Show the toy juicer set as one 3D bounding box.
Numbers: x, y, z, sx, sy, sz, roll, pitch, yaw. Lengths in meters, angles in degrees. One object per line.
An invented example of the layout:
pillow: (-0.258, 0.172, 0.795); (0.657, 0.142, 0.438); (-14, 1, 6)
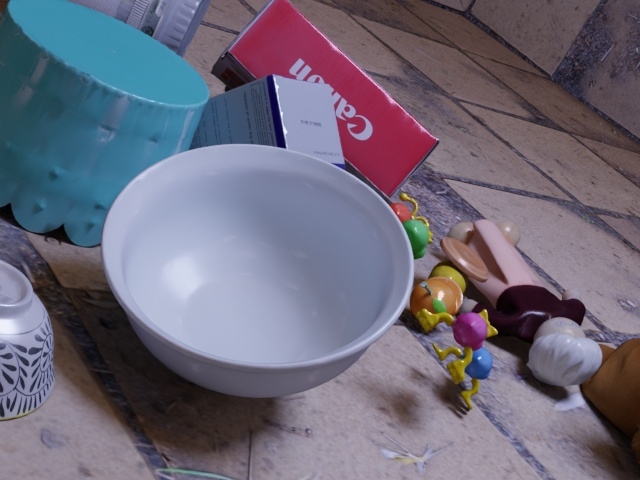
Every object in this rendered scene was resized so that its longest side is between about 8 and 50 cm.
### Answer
toy juicer set: (0.104, 0.002, 1.534); (0.209, 0.089, 0.329); (17, 22, -14)

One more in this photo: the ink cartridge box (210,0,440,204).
ink cartridge box: (0.006, -0.195, 1.604); (0.309, 0.130, 0.272); (41, -3, -9)

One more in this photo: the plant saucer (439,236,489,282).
plant saucer: (0.198, 0.024, 1.539); (0.083, 0.013, 0.083); (36, 20, -15)

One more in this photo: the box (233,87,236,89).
box: (-0.077, -0.131, 1.587); (0.179, 0.043, 0.105); (40, -15, -11)

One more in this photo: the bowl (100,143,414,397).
bowl: (-0.065, 0.049, 1.096); (0.298, 0.134, 0.298); (6, 43, -6)

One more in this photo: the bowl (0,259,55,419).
bowl: (-0.286, 0.063, 0.927); (0.170, 0.080, 0.170); (24, 22, -10)

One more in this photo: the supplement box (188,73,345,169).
supplement box: (-0.096, -0.114, 1.369); (0.111, 0.220, 0.114); (0, 77, -53)

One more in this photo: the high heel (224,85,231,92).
high heel: (-0.025, -0.188, 1.808); (0.186, 0.093, 0.261); (35, 12, 33)

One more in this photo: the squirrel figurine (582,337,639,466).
squirrel figurine: (0.529, 0.127, 1.405); (0.281, 0.370, 0.397); (32, 21, 8)

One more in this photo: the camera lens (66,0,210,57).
camera lens: (-0.318, -0.403, 1.763); (0.274, 0.219, 0.219); (27, 21, -6)

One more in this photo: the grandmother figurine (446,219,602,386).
grandmother figurine: (0.280, 0.085, 1.568); (0.208, 0.104, 0.342); (-10, 32, -14)

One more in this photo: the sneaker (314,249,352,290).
sneaker: (0.000, 0.000, 1.280); (0.104, 0.125, 0.262); (16, 24, -34)

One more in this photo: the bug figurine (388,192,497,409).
bug figurine: (0.130, 0.056, 1.273); (0.279, 0.072, 0.216); (61, 2, 6)

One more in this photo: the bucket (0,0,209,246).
bucket: (-0.270, -0.139, 1.267); (0.281, 0.183, 0.281); (26, 21, -11)
